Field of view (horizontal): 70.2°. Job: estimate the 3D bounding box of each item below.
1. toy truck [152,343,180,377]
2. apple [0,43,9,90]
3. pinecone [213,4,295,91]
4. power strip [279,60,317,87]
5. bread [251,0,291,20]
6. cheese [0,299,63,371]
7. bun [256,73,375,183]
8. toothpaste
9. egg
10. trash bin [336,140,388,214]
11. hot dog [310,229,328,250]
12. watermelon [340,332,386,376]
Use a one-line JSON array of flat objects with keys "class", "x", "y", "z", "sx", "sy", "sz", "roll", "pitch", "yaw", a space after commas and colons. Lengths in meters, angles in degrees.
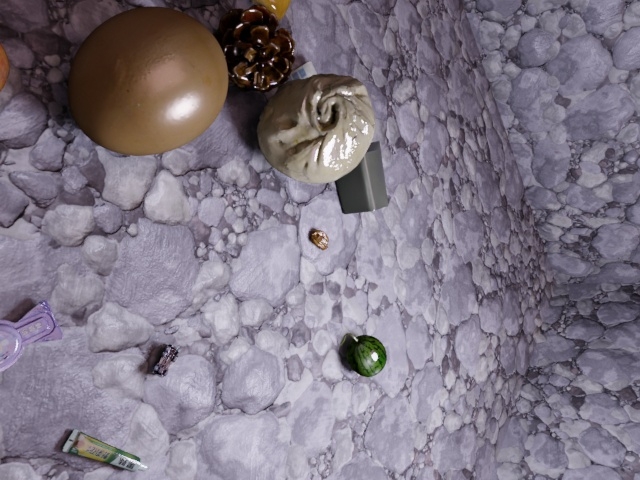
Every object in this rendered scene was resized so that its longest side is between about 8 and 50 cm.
[{"class": "toy truck", "x": -0.386, "y": 0.301, "z": 1.139, "sx": 0.039, "sy": 0.044, "sz": 0.083, "roll": 34, "pitch": 61, "yaw": -14}, {"class": "apple", "x": -0.673, "y": -0.324, "z": 0.816, "sx": 0.174, "sy": 0.188, "sz": 0.188, "roll": 41, "pitch": 57, "yaw": -47}, {"class": "pinecone", "x": -0.186, "y": -0.536, "z": 1.287, "sx": 0.244, "sy": 0.309, "sz": 0.243, "roll": -8, "pitch": 118, "yaw": -15}, {"class": "power strip", "x": -0.073, "y": -0.546, "z": 1.561, "sx": 0.192, "sy": 0.035, "sz": 0.081, "roll": -47, "pitch": 118, "yaw": -37}, {"class": "bread", "x": -0.132, "y": -0.865, "z": 1.501, "sx": 0.142, "sy": 0.091, "sz": 0.304, "roll": 41, "pitch": 59, "yaw": -41}, {"class": "cheese", "x": -0.625, "y": 0.198, "z": 0.906, "sx": 0.191, "sy": 0.042, "sz": 0.105, "roll": -33, "pitch": 110, "yaw": -45}, {"class": "bun", "x": -0.006, "y": -0.333, "z": 1.360, "sx": 0.363, "sy": 0.234, "sz": 0.325, "roll": -19, "pitch": 97, "yaw": -8}, {"class": "toothpaste", "x": -0.480, "y": 0.485, "z": 1.031, "sx": 0.204, "sy": 0.032, "sz": 0.049, "roll": 42, "pitch": 57, "yaw": -31}, {"class": "egg", "x": -0.384, "y": -0.354, "z": 1.033, "sx": 0.374, "sy": 0.301, "sz": 0.300, "roll": -44, "pitch": 116, "yaw": -27}, {"class": "trash bin", "x": 0.142, "y": -0.225, "z": 1.660, "sx": 0.122, "sy": 0.164, "sz": 0.240, "roll": -20, "pitch": 103, "yaw": -44}, {"class": "hot dog", "x": 0.000, "y": 0.000, "z": 1.573, "sx": 0.083, "sy": 0.035, "sz": 0.058, "roll": 40, "pitch": 55, "yaw": -35}, {"class": "watermelon", "x": 0.152, "y": 0.395, "z": 1.613, "sx": 0.187, "sy": 0.141, "sz": 0.140, "roll": 54, "pitch": 51, "yaw": -22}]
